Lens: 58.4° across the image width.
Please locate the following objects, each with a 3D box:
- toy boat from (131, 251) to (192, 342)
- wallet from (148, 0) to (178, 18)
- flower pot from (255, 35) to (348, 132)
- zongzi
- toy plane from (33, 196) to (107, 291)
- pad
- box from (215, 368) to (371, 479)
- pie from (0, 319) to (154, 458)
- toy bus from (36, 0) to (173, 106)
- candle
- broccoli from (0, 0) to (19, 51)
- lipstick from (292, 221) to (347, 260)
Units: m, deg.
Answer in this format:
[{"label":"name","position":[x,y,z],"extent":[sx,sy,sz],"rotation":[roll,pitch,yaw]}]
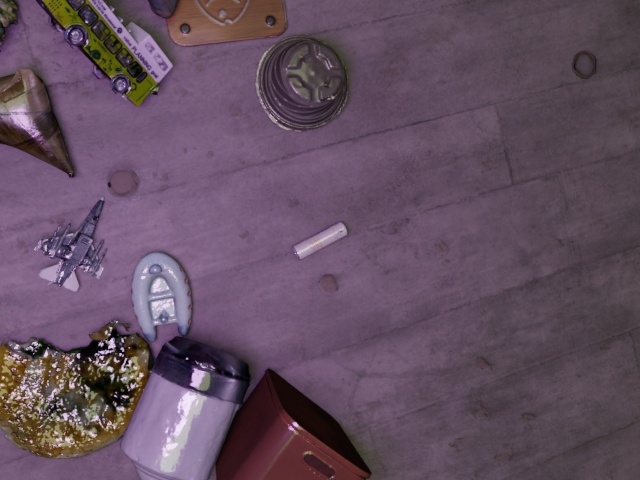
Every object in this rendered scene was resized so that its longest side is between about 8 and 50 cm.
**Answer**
[{"label":"toy boat","position":[-0.367,0.130,1.319],"extent":[0.134,0.079,0.208],"rotation":[-6,95,-11]},{"label":"wallet","position":[-0.307,-0.681,1.200],"extent":[0.083,0.252,0.361],"rotation":[17,87,3]},{"label":"flower pot","position":[-0.031,-0.379,1.349],"extent":[0.235,0.140,0.236],"rotation":[-1,95,-14]},{"label":"zongzi","position":[-0.667,-0.220,1.219],"extent":[0.220,0.112,0.242],"rotation":[-18,104,-10]},{"label":"toy plane","position":[-0.535,0.010,1.271],"extent":[0.160,0.082,0.234],"rotation":[34,84,-39]},{"label":"pad","position":[-0.235,-0.612,1.353],"extent":[0.286,0.018,0.284],"rotation":[-11,95,-12]},{"label":"box","position":[-0.079,0.482,1.272],"extent":[0.239,0.339,0.229],"rotation":[38,86,-12]},{"label":"pie","position":[-0.559,0.337,1.281],"extent":[0.370,0.078,0.297],"rotation":[-7,95,-14]},{"label":"toy bus","position":[-0.443,-0.421,1.175],"extent":[0.139,0.302,0.113],"rotation":[-47,57,-7]},{"label":"candle","position":[-0.303,0.397,1.253],"extent":[0.221,0.221,0.343],"rotation":[25,76,-13]},{"label":"broccoli","position":[-0.764,-0.483,1.129],"extent":[0.180,0.273,0.243],"rotation":[-10,94,20]},{"label":"lipstick","position":[0.000,0.000,1.421],"extent":[0.141,0.040,0.040],"rotation":[-28,98,-12]}]
